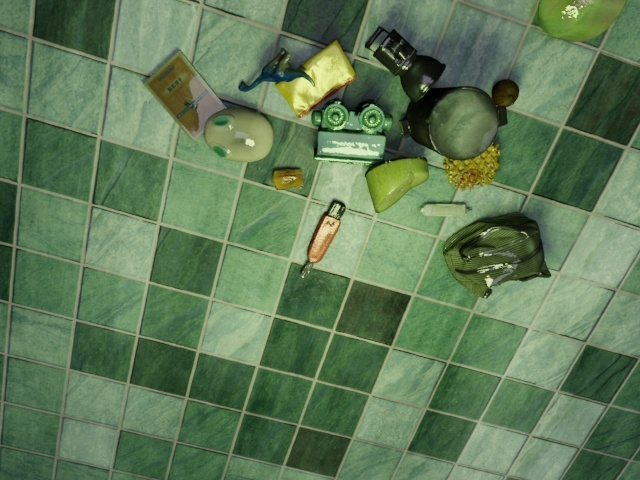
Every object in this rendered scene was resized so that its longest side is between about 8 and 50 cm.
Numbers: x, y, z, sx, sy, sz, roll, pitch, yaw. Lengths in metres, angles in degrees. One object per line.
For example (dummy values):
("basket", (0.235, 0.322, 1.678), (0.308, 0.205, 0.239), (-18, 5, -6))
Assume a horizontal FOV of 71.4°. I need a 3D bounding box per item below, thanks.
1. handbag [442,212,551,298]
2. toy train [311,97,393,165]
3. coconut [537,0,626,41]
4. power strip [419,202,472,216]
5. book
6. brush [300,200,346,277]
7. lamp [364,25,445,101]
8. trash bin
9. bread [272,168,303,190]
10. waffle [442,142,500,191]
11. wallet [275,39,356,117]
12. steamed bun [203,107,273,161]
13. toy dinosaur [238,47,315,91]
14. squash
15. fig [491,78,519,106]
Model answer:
("handbag", (0.623, 0.056, 1.559), (0.341, 0.240, 0.247), (-21, 104, 9))
("toy train", (0.100, -0.357, 1.454), (0.266, 0.145, 0.201), (4, 113, -1))
("coconut", (0.769, -0.703, 1.298), (0.236, 0.205, 0.235), (0, 90, -22))
("power strip", (0.452, -0.111, 1.604), (0.191, 0.030, 0.047), (1, 109, 0))
("book", (-0.443, -0.474, 1.476), (0.170, 0.018, 0.241), (-37, 106, 12))
("brush", (0.000, 0.000, 1.638), (0.070, 0.051, 0.323), (24, 105, -15))
("lamp", (0.253, -0.556, 1.369), (0.227, 0.172, 0.147), (36, 108, -14))
("trash bin", (0.391, -0.367, 1.369), (0.252, 0.301, 0.202), (-14, 109, 1))
("bread", (-0.115, -0.213, 1.555), (0.106, 0.053, 0.072), (-5, 114, -4))
("waffle", (0.521, -0.264, 1.520), (0.193, 0.070, 0.197), (-21, 112, 3))
("wallet", (-0.012, -0.518, 1.442), (0.241, 0.067, 0.141), (-31, 112, 15))
("steamed bun", (-0.269, -0.340, 1.460), (0.228, 0.130, 0.177), (11, 115, -9))
("toy dinosaur", (-0.140, -0.498, 1.394), (0.248, 0.075, 0.188), (44, 102, 27))
("squash", (0.263, -0.191, 1.466), (0.220, 0.220, 0.133), (-18, 76, 6))
("fig", (0.600, -0.467, 1.424), (0.089, 0.125, 0.088), (1, 115, 2))
